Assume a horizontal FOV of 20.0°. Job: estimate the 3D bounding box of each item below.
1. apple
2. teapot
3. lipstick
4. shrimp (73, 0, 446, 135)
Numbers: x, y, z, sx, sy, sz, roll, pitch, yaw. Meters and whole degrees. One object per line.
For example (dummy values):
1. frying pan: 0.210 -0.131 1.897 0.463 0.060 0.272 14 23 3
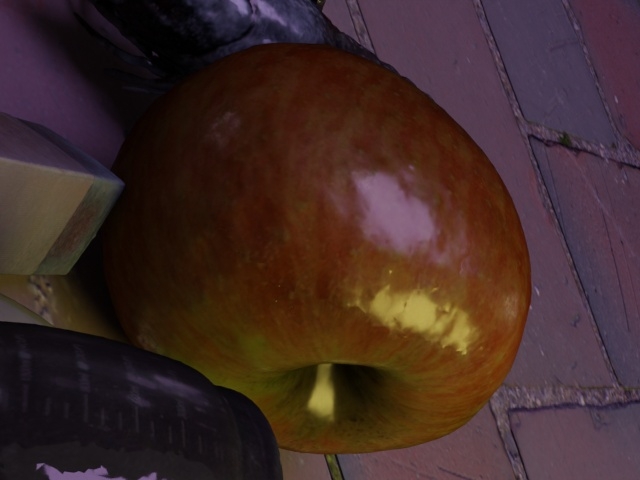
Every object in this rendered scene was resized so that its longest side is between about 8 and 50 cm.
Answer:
1. apple: 0.000 0.000 1.264 0.309 0.277 0.250 51 31 -49
2. teapot: -0.169 0.109 0.926 0.239 0.239 0.321 31 45 -28
3. lipstick: -0.208 -0.031 1.000 0.076 0.079 0.371 36 6 10
4. shrimp: -0.044 -0.147 1.394 0.410 0.166 0.221 28 82 -20
